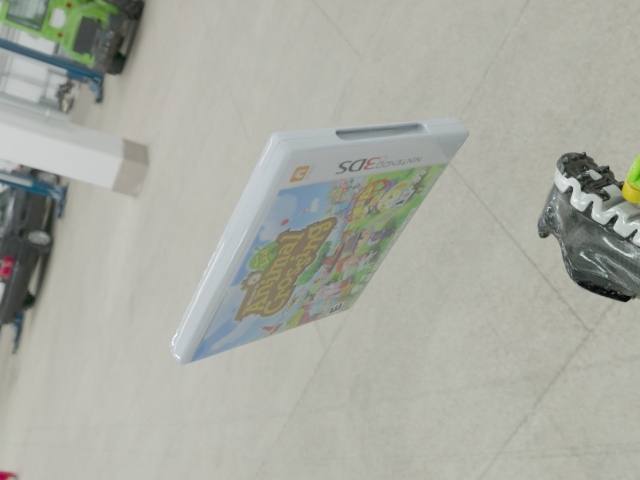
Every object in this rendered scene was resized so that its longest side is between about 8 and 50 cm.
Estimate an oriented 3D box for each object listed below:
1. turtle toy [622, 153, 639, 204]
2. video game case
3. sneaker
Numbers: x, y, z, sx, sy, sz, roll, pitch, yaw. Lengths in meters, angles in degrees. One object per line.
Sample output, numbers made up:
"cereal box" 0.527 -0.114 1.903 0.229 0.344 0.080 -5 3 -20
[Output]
"turtle toy" 0.311 -0.067 0.647 0.130 0.066 0.095 -45 -30 -28
"video game case" 0.000 0.000 0.559 0.023 0.193 0.212 51 130 25
"sneaker" 0.297 0.023 0.699 0.234 0.078 0.106 49 137 30
